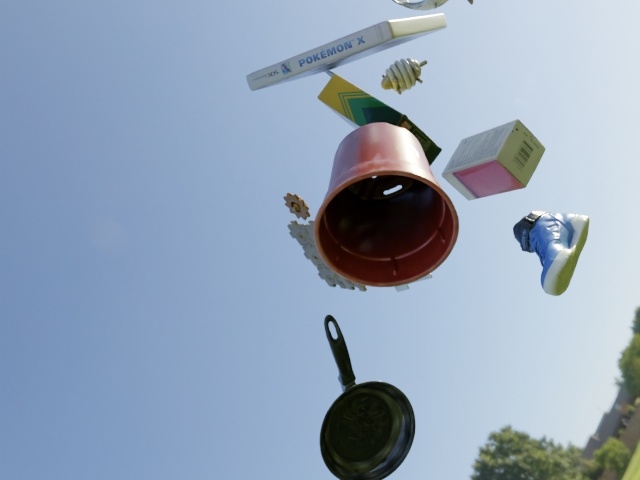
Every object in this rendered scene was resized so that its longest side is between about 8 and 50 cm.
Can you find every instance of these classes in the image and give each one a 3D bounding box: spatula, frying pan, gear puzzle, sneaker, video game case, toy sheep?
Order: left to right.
[{"bbox_3d":[0.000,0.000,1.650,0.044,0.175,0.339,-48,-61,-27],"label":"gear puzzle"},{"bbox_3d":[0.045,0.309,1.125,0.197,0.053,0.326,-46,-72,-12],"label":"frying pan"},{"bbox_3d":[0.061,-0.372,1.196,0.329,0.300,0.036,-38,-67,-56],"label":"video game case"},{"bbox_3d":[0.243,0.072,1.868,0.019,0.168,0.242,-28,-2,-23],"label":"spatula"},{"bbox_3d":[0.214,-0.422,1.563,0.132,0.091,0.091,-24,-39,0],"label":"toy sheep"},{"bbox_3d":[0.281,0.011,0.780,0.152,0.084,0.058,-49,-41,-39],"label":"sneaker"}]

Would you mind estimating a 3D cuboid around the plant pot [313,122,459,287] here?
[{"bbox_3d":[0.125,-0.092,1.253,0.265,0.272,0.272,-88,-4,-53],"label":"plant pot"}]

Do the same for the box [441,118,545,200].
[{"bbox_3d":[0.479,-0.218,1.712,0.127,0.232,0.149,39,-110,-18],"label":"box"}]

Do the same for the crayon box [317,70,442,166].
[{"bbox_3d":[0.129,-0.301,1.528,0.202,0.318,0.081,27,-78,-49],"label":"crayon box"}]

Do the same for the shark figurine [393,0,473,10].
[{"bbox_3d":[0.298,-0.629,1.509,0.166,0.278,0.116,48,-117,-9],"label":"shark figurine"}]
